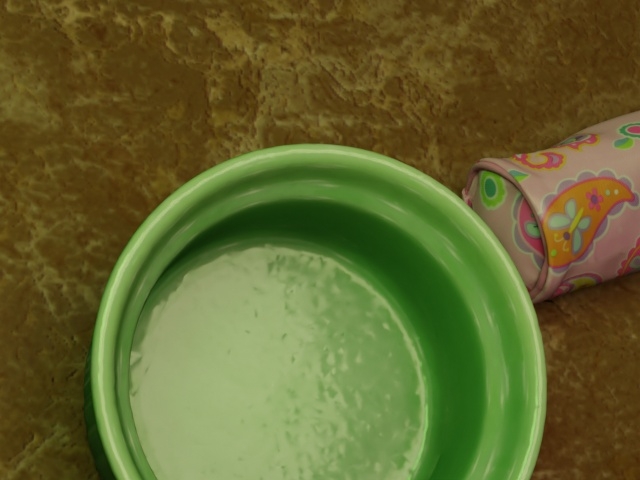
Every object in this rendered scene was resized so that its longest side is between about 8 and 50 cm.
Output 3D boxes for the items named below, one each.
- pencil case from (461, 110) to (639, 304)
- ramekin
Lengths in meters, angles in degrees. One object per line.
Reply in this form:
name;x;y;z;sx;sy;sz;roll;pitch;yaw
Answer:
pencil case;0.244;-0.041;1.542;0.284;0.124;0.124;-20;78;-28
ramekin;-0.015;0.098;1.334;0.303;0.148;0.303;3;78;-16
